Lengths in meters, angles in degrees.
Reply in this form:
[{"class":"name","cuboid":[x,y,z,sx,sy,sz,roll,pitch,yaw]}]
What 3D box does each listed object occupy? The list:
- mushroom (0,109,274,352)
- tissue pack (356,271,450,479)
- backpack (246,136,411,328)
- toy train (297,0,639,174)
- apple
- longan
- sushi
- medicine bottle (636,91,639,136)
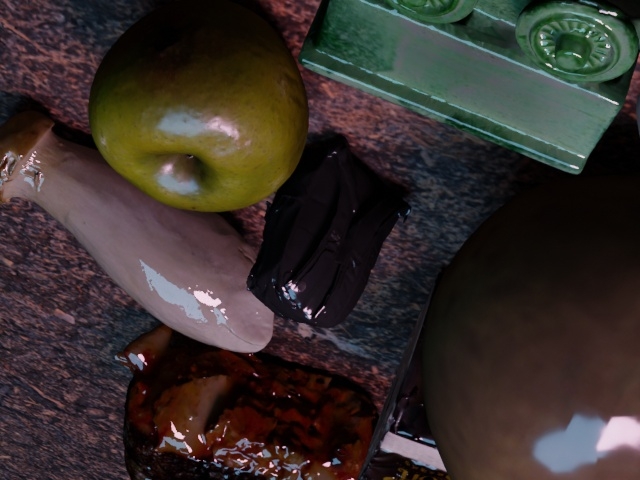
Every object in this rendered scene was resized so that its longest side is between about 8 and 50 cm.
[{"class":"mushroom","cuboid":[-0.189,-0.008,1.598,0.350,0.128,0.128,33,149,-6]},{"class":"tissue pack","cuboid":[0.237,0.203,1.590,0.370,0.210,0.198,22,154,1]},{"class":"backpack","cuboid":[-0.003,-0.001,1.462,0.120,0.165,0.105,44,154,-27]},{"class":"toy train","cuboid":[0.126,-0.178,1.108,0.266,0.145,0.202,22,153,-1]},{"class":"apple","cuboid":[-0.101,-0.117,1.339,0.196,0.157,0.196,16,150,9]},{"class":"longan","cuboid":[0.252,0.118,1.322,0.360,0.361,0.361,16,150,10]},{"class":"sushi","cuboid":[-0.090,0.219,1.874,0.343,0.196,0.182,16,131,0]},{"class":"medicine bottle","cuboid":[0.384,-0.124,0.976,0.282,0.123,0.375,2,156,-25]}]
